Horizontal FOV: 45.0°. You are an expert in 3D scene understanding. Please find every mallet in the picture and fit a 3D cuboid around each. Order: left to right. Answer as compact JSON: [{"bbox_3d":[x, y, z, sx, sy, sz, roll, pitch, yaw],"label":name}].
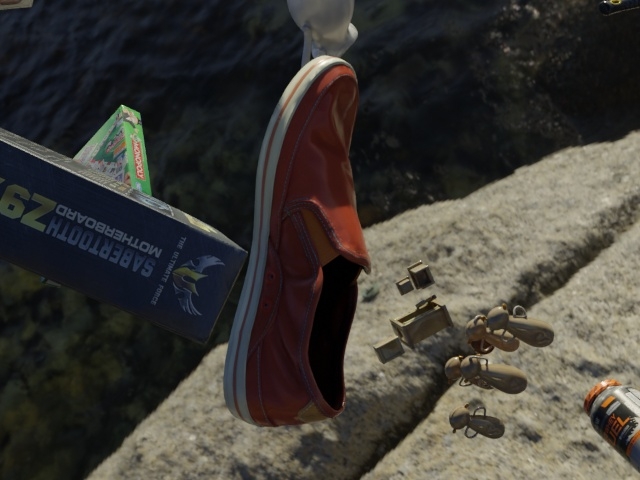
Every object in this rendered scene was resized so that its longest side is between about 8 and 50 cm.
[{"bbox_3d":[0.412,-0.282,0.896,0.190,0.039,0.062,-23,57,-19],"label":"mallet"}]

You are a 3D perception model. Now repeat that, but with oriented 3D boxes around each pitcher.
[{"bbox_3d":[-0.003,-0.418,1.479,0.126,0.207,0.177,17,70,18],"label":"pitcher"}]

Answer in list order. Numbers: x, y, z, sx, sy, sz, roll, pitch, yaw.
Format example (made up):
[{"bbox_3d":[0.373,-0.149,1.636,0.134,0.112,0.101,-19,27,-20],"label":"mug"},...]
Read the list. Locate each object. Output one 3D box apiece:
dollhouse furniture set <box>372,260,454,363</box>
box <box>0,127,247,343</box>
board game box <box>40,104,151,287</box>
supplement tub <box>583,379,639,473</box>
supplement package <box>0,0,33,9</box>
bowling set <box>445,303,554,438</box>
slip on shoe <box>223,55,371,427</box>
[{"bbox_3d":[0.173,0.154,1.724,0.182,0.160,0.101,-26,11,-10],"label":"dollhouse furniture set"},{"bbox_3d":[-0.150,-0.016,0.482,0.059,0.184,0.233,-66,14,-1],"label":"box"},{"bbox_3d":[-0.443,-0.081,1.483,0.317,0.046,0.213,-38,50,30],"label":"board game box"},{"bbox_3d":[0.601,0.358,1.478,0.117,0.117,0.190,-43,35,1],"label":"supplement tub"},{"bbox_3d":[-0.518,-0.507,1.148,0.204,0.145,0.261,27,113,1],"label":"supplement package"},{"bbox_3d":[0.321,0.244,1.583,0.286,0.154,0.200,-66,23,7],"label":"bowling set"},{"bbox_3d":[0.000,0.000,0.675,0.101,0.123,0.331,5,78,25],"label":"slip on shoe"}]
